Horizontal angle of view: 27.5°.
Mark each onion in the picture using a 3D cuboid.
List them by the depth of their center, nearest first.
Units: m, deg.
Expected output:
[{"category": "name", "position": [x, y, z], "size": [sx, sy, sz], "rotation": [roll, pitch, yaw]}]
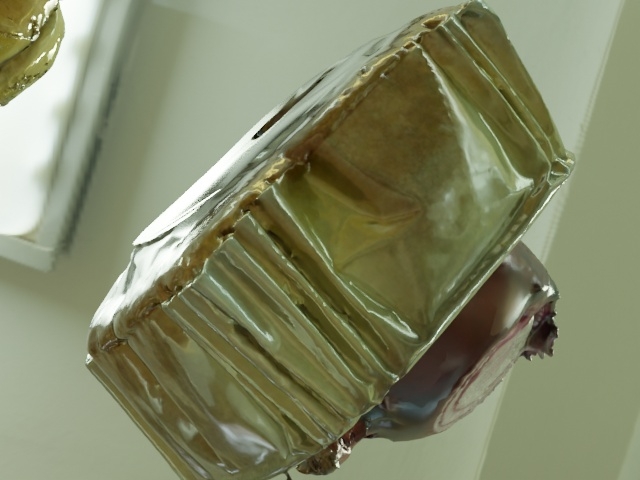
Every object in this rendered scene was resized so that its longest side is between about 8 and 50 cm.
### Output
[{"category": "onion", "position": [0.043, 0.056, 0.820], "size": [0.198, 0.173, 0.135], "rotation": [-35, -117, -16]}]

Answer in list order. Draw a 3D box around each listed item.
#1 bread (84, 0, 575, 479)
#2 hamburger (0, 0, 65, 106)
[{"category": "bread", "position": [-0.002, 0.000, 0.571], "size": [0.110, 0.192, 0.210], "rotation": [46, -118, -6]}, {"category": "hamburger", "position": [-0.261, -0.209, 0.963], "size": [0.131, 0.124, 0.262], "rotation": [-32, -124, -8]}]
